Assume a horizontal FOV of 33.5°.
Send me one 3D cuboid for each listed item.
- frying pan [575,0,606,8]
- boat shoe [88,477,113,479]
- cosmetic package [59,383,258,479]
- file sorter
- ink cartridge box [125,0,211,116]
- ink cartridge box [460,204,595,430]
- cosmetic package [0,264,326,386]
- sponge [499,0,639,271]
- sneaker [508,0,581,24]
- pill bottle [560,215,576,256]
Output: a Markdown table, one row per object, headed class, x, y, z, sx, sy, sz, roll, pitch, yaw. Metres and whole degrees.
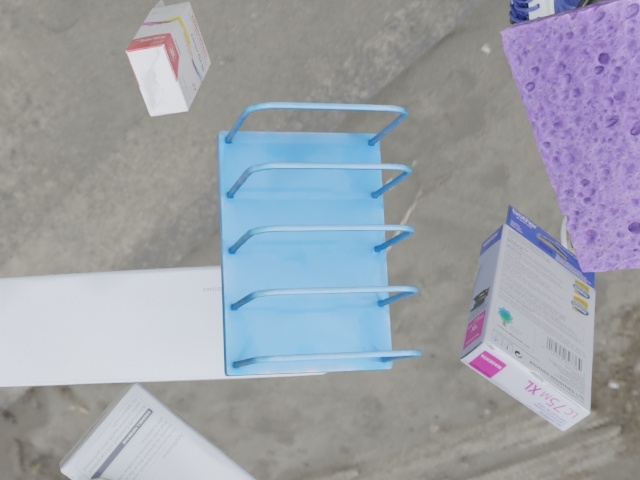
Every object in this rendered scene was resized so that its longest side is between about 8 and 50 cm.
| class | x | y | z | sx | sy | sz | roll | pitch | yaw |
| --- | --- | --- | --- | --- | --- | --- | --- | --- | --- |
| frying pan | 0.292 | -0.236 | 1.140 | 0.326 | 0.053 | 0.197 | 14 | 114 | -33 |
| boat shoe | -0.195 | 0.420 | 1.130 | 0.112 | 0.095 | 0.335 | -20 | 92 | 16 |
| cosmetic package | -0.194 | 0.299 | 1.324 | 0.224 | 0.138 | 0.224 | 41 | 164 | -5 |
| file sorter | 0.000 | 0.000 | 0.706 | 0.118 | 0.170 | 0.104 | 0 | 171 | -15 |
| ink cartridge box | -0.228 | -0.293 | 1.654 | 0.067 | 0.198 | 0.115 | -8 | 125 | 14 |
| ink cartridge box | 0.304 | 0.102 | 1.517 | 0.185 | 0.311 | 0.065 | 35 | 131 | -12 |
| cosmetic package | -0.153 | 0.079 | 0.971 | 0.377 | 0.284 | 0.098 | -3 | 87 | 11 |
| sponge | 0.223 | -0.077 | 0.809 | 0.117 | 0.031 | 0.210 | -9 | 109 | 43 |
| sneaker | 0.319 | -0.382 | 1.581 | 0.315 | 0.127 | 0.182 | 6 | 122 | -30 |
| pill bottle | 0.478 | -0.008 | 1.695 | 0.169 | 0.094 | 0.094 | -3 | 128 | 37 |
